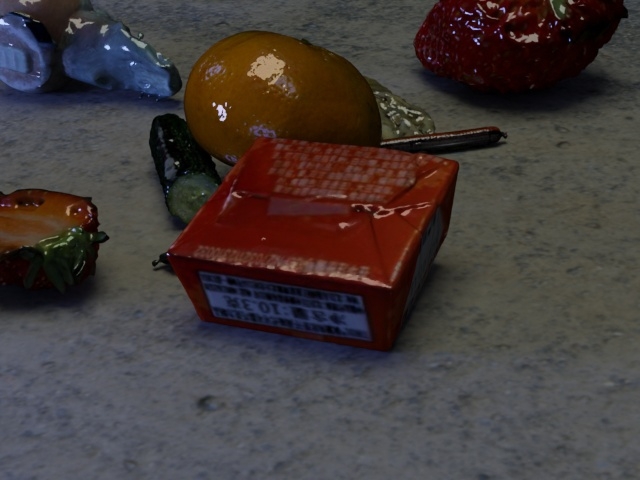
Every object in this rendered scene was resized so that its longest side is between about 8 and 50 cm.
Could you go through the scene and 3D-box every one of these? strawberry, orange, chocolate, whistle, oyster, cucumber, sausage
[{"bbox_3d":[0.280,-0.311,1.827,0.261,0.257,0.261,9,51,-11],"label":"strawberry"},{"bbox_3d":[-0.041,-0.154,1.516,0.240,0.171,0.240,22,-1,0],"label":"orange"},{"bbox_3d":[-0.310,0.007,1.371,0.192,0.085,0.140,-6,35,6],"label":"strawberry"},{"bbox_3d":[0.000,0.000,1.309,0.237,0.108,0.235,9,37,18],"label":"chocolate"},{"bbox_3d":[-0.350,-0.292,1.873,0.348,0.189,0.189,18,32,14],"label":"whistle"},{"bbox_3d":[0.062,-0.184,1.723,0.133,0.072,0.209,-22,35,-27],"label":"oyster"},{"bbox_3d":[-0.164,-0.092,1.564,0.077,0.077,0.265,-8,26,-9],"label":"cucumber"},{"bbox_3d":[0.146,-0.126,1.651,0.198,0.025,0.028,-7,-4,-10],"label":"sausage"}]

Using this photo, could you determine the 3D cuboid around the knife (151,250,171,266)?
[{"bbox_3d":[-0.054,-0.018,1.460,0.296,0.026,0.044,-21,21,-31],"label":"knife"}]
